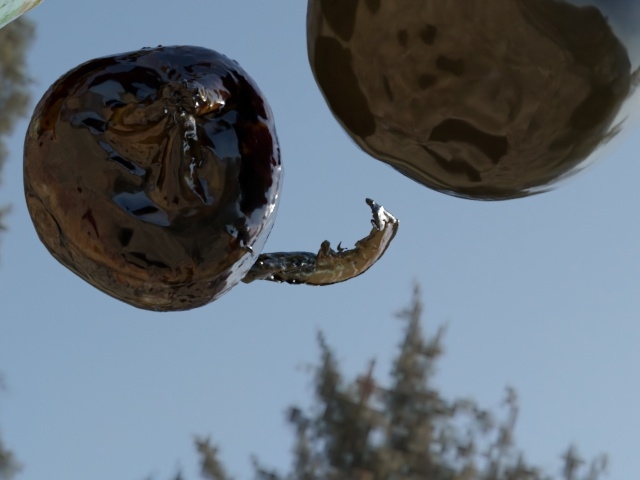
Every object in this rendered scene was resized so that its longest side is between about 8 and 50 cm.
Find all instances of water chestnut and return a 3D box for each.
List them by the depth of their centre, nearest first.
[{"bbox_3d":[-0.136,-0.059,1.531,0.223,0.224,0.238,22,-20,-4],"label":"water chestnut"}]

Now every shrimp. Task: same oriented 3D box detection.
[{"bbox_3d":[0.001,0.003,2.011,0.195,0.035,0.148,0,-31,-39],"label":"shrimp"}]

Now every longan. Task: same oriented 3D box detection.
[{"bbox_3d":[0.138,-0.186,1.494,0.319,0.319,0.319,13,-33,9],"label":"longan"}]

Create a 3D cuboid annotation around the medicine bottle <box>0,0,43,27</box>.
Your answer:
[{"bbox_3d":[-0.314,-0.294,1.590,0.235,0.406,0.236,22,-47,25],"label":"medicine bottle"}]
